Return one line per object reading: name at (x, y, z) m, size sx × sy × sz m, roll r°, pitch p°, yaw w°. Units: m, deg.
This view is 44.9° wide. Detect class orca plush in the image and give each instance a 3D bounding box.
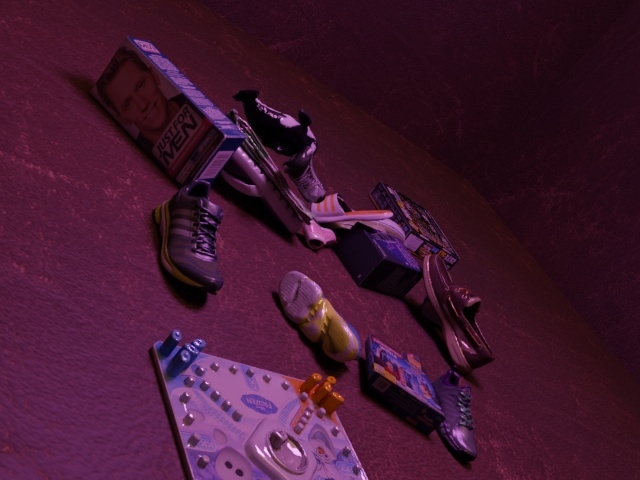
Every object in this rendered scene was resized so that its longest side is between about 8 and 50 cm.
orca plush at (-0.100, -0.273, 1.962) m, size 0.287 × 0.151 × 0.102 m, roll 53°, pitch 23°, yaw -51°

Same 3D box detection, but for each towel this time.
towel at (-0.127, -0.191, 1.973) m, size 0.325 × 0.038 × 0.248 m, roll 52°, pitch 1°, yaw -18°

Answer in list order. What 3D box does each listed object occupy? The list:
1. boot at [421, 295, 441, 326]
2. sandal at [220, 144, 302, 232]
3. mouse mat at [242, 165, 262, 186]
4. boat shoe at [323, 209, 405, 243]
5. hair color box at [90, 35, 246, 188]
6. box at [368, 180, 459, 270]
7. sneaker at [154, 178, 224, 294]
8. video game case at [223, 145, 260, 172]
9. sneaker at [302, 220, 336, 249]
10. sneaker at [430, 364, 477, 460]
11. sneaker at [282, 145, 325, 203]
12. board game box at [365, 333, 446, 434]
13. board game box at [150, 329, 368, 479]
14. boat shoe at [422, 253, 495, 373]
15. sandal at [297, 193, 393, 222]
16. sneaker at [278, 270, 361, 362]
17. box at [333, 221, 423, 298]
boot at (0.375, 0.224, 2.219) m, size 0.190 × 0.069 × 0.086 m, roll 39°, pitch 22°, yaw -1°
sandal at (-0.199, -0.163, 1.922) m, size 0.416 × 0.102 × 0.169 m, roll 50°, pitch 2°, yaw -16°
mouse mat at (-0.176, -0.173, 2.139) m, size 0.152 × 0.007 × 0.190 m, roll 15°, pitch 31°, yaw -52°
boat shoe at (0.128, -0.016, 2.266) m, size 0.302 × 0.109 × 0.094 m, roll 17°, pitch 45°, yaw -33°
hair color box at (-0.356, -0.292, 1.795) m, size 0.347 × 0.174 × 0.105 m, roll 45°, pitch 21°, yaw 13°
box at (0.329, -0.050, 2.734) m, size 0.257 × 0.079 × 0.322 m, roll 26°, pitch 24°, yaw -33°
sneaker at (-0.240, -0.015, 1.484) m, size 0.111 × 0.121 × 0.300 m, roll 25°, pitch 25°, yaw -39°
video game case at (-0.303, -0.288, 2.111) m, size 0.274 × 0.026 × 0.196 m, roll 43°, pitch 21°, yaw 10°
sneaker at (0.000, 0.000, 2.037) m, size 0.134 × 0.051 × 0.070 m, roll 32°, pitch 35°, yaw -50°
sneaker at (0.302, 0.374, 1.703) m, size 0.083 × 0.098 × 0.224 m, roll 28°, pitch 22°, yaw -33°
sneaker at (-0.028, -0.153, 1.909) m, size 0.132 × 0.086 × 0.228 m, roll 55°, pitch -1°, yaw -3°
board game box at (0.169, 0.297, 1.679) m, size 0.194 × 0.060 × 0.194 m, roll 36°, pitch 18°, yaw -14°
board game box at (-0.051, 0.327, 1.203) m, size 0.390 × 0.050 × 0.390 m, roll 25°, pitch 25°, yaw -41°
boat shoe at (0.378, 0.181, 2.087) m, size 0.123 × 0.123 × 0.342 m, roll 25°, pitch 44°, yaw -54°
sandal at (0.064, -0.091, 2.096) m, size 0.265 × 0.076 × 0.102 m, roll -2°, pitch 6°, yaw 10°
sneaker at (0.002, 0.171, 1.633) m, size 0.240 × 0.091 × 0.126 m, roll 52°, pitch 3°, yaw 31°
box at (0.163, 0.057, 2.126) m, size 0.207 × 0.108 × 0.153 m, roll 20°, pitch 29°, yaw -48°
